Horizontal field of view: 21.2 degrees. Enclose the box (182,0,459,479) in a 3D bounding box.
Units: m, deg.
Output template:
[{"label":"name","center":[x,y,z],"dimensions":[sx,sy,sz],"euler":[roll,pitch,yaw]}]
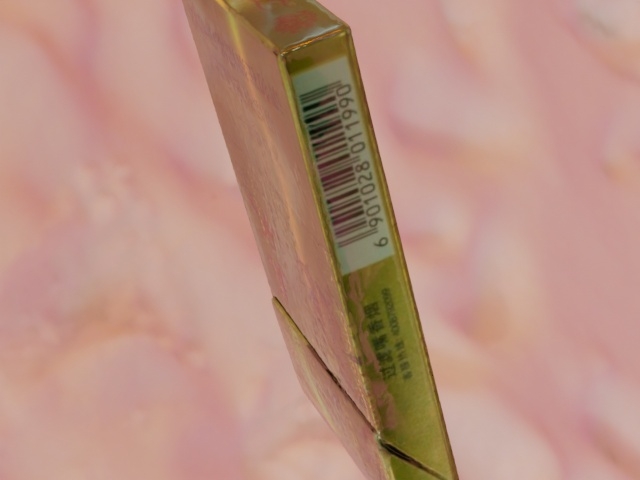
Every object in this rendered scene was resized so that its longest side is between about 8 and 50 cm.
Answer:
[{"label":"box","center":[0.000,0.000,0.938],"dimensions":[0.173,0.043,0.311],"euler":[-131,-159,-56]}]
